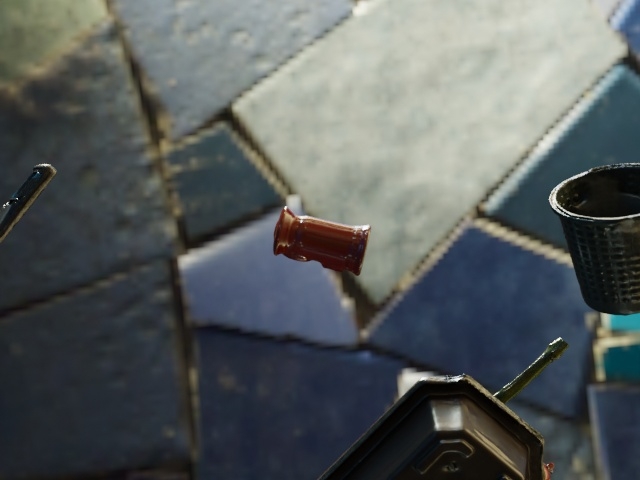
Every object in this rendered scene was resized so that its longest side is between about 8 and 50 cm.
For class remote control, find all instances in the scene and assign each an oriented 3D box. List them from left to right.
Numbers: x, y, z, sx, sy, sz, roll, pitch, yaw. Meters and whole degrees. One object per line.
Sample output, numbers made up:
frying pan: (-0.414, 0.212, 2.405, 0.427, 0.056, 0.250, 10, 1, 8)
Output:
remote control: (-0.438, -0.022, 2.423, 0.028, 0.212, 0.059, 45, 162, -23)

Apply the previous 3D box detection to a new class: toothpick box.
toothpick box: (0.000, 0.000, 1.565, 0.047, 0.083, 0.047, 13, -90, -89)

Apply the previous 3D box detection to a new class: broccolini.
broccolini: (0.206, 0.209, 2.207, 0.071, 0.254, 0.057, 56, 171, -20)

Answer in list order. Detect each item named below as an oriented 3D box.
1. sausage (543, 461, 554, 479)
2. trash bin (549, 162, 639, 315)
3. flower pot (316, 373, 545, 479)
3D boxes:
sausage: (0.216, 0.288, 2.049, 0.048, 0.145, 0.050, -15, 98, 59)
trash bin: (0.392, 0.006, 2.304, 0.175, 0.175, 0.161, -83, -15, -66)
flower pot: (0.108, 0.270, 1.812, 0.179, 0.251, 0.084, 40, -164, -13)
